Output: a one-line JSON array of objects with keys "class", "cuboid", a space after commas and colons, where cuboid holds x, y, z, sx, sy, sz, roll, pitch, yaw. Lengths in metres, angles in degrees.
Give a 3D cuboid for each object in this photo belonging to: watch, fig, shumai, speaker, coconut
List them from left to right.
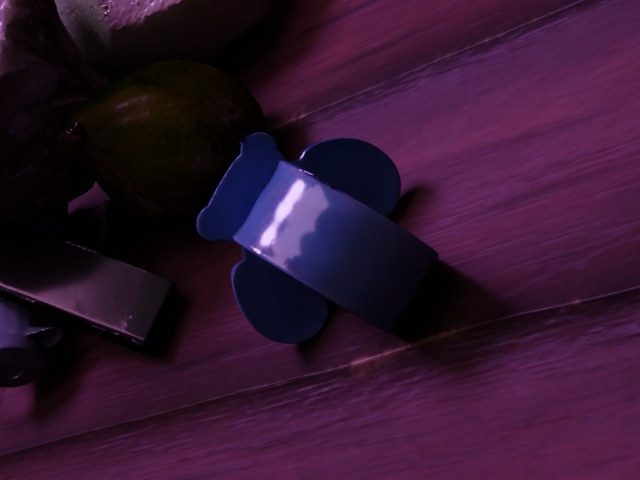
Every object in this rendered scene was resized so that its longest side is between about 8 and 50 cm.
[{"class": "shumai", "cuboid": [-0.325, -0.135, 1.465, 0.309, 0.263, 0.304, -59, 40, 5]}, {"class": "speaker", "cuboid": [-0.270, 0.051, 1.442, 0.218, 0.044, 0.082, 18, 71, 13]}, {"class": "coconut", "cuboid": [-0.199, -0.353, 1.582, 0.328, 0.281, 0.328, -8, 77, 35]}, {"class": "fig", "cuboid": [-0.177, -0.114, 1.420, 0.195, 0.245, 0.195, -13, 71, 40]}, {"class": "watch", "cuboid": [0.000, 0.000, 1.192, 0.211, 0.211, 0.193, -55, 21, -3]}]

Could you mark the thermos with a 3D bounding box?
[{"class": "thermos", "cuboid": [-0.385, 0.050, 1.568, 0.182, 0.145, 0.286, -25, 45, 16]}]
